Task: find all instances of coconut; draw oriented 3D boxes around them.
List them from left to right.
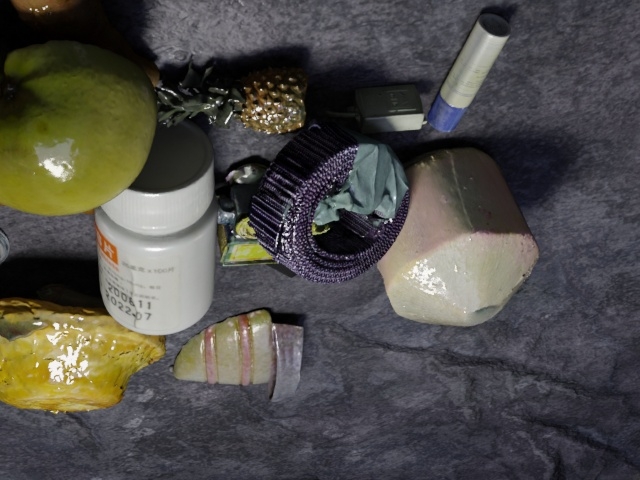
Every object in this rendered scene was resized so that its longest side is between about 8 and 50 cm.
[{"bbox_3d":[0.246,0.015,2.050,0.298,0.309,0.297,-10,149,-6],"label":"coconut"}]

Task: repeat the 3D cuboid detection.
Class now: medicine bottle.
[{"bbox_3d":[-0.282,-0.022,1.889,0.211,0.211,0.371,-6,140,-11],"label":"medicine bottle"},{"bbox_3d":[0.246,-0.278,1.848,0.059,0.059,0.231,1,144,-21],"label":"medicine bottle"}]

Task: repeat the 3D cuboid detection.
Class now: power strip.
[{"bbox_3d":[0.093,-0.221,1.863,0.175,0.075,0.042,-7,145,-11],"label":"power strip"}]

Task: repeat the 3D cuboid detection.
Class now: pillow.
[{"bbox_3d":[-0.484,0.138,2.223,0.233,0.038,0.131,17,137,-38],"label":"pillow"}]

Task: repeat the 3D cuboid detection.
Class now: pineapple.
[{"bbox_3d":[-0.143,-0.226,1.754,0.251,0.125,0.125,-2,145,-8],"label":"pineapple"}]

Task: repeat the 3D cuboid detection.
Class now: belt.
[{"bbox_3d":[0.027,-0.058,1.846,0.325,0.122,0.260,16,102,-53],"label":"belt"}]

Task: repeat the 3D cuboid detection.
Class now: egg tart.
[{"bbox_3d":[-0.520,0.239,2.167,0.444,0.178,0.443,-2,161,-1],"label":"egg tart"}]

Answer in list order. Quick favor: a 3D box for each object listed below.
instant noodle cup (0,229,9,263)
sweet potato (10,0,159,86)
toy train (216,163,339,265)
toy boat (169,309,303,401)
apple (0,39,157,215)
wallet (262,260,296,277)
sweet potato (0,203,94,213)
[{"bbox_3d":[-0.648,0.059,1.972,0.178,0.125,0.208,-12,146,-1],"label":"instant noodle cup"},{"bbox_3d":[-0.346,-0.313,1.553,0.109,0.109,0.385,-19,158,9],"label":"sweet potato"},{"bbox_3d":[-0.077,-0.049,2.013,0.261,0.134,0.177,-3,150,-18],"label":"toy train"},{"bbox_3d":[-0.160,0.260,2.465,0.294,0.111,0.276,13,132,-19],"label":"toy boat"},{"bbox_3d":[-0.394,-0.155,1.555,0.295,0.233,0.258,11,175,19],"label":"apple"},{"bbox_3d":[0.000,0.001,2.202,0.244,0.025,0.124,-31,143,24],"label":"wallet"},{"bbox_3d":[-0.496,-0.100,1.813,0.355,0.106,0.095,19,101,-37],"label":"sweet potato"}]
